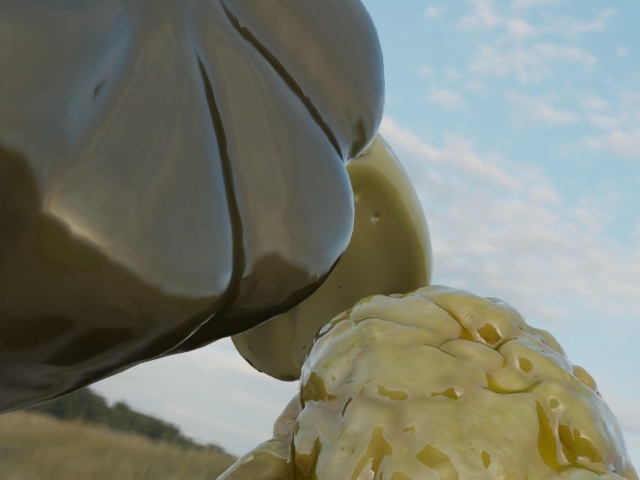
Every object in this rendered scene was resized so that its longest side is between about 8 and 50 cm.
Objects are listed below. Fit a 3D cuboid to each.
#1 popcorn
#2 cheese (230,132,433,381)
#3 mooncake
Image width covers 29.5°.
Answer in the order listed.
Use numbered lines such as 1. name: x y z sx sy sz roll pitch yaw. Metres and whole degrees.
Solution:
1. popcorn: 0.101 0.236 0.947 0.354 0.390 0.344 6 -36 46
2. cheese: 0.000 0.000 1.342 0.128 0.259 0.316 42 -26 41
3. mooncake: -0.132 -0.110 0.558 0.201 0.378 0.378 -15 -29 29
